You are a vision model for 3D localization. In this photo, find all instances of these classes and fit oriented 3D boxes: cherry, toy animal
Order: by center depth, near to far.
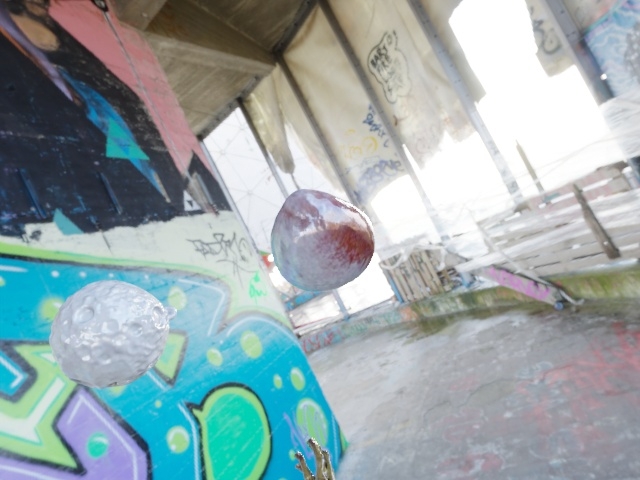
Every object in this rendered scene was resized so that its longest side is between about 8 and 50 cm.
[{"bbox_3d":[-0.006,0.597,0.913,0.054,0.275,0.149,12,-38,-40],"label":"toy animal"},{"bbox_3d":[-0.011,0.005,1.246,0.335,0.291,0.326,22,-45,-40],"label":"cherry"}]

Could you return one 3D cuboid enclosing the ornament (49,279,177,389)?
[{"bbox_3d":[-0.652,0.297,1.266,0.337,0.337,0.337,-27,-2,-1],"label":"ornament"}]
